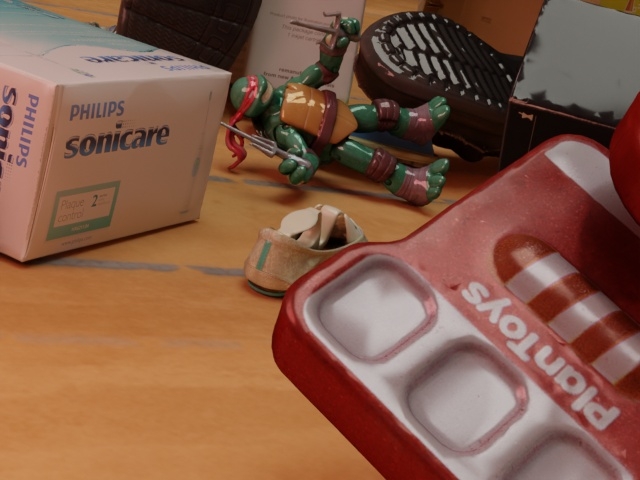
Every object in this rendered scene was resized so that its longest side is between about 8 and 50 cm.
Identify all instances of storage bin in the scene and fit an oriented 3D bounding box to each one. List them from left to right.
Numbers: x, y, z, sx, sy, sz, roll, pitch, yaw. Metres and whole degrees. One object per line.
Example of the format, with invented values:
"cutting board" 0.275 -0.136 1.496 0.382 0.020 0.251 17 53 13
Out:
"storage bin" 0.222 -0.286 1.651 0.123 0.262 0.260 -3 23 -46

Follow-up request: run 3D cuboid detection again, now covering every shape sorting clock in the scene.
"shape sorting clock" 0.024 -0.112 1.312 0.206 0.040 0.206 13 11 -3

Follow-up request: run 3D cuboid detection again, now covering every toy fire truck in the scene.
"toy fire truck" 0.157 0.084 0.560 0.254 0.169 0.302 -33 70 -33

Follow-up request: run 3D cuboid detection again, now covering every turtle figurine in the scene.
"turtle figurine" 0.005 -0.116 1.145 0.234 0.175 0.118 18 -16 -23

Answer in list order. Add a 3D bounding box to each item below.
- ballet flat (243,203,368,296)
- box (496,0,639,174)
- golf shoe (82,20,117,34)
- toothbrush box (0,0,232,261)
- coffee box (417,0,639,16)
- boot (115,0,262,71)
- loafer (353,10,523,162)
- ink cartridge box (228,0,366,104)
"ballet flat" 0.000 0.000 0.911 0.057 0.052 0.168 19 17 18
"box" 0.230 -0.052 0.943 0.184 0.103 0.261 15 -23 9
"golf shoe" -0.266 -0.206 1.381 0.086 0.069 0.176 -1 8 14
"toothbrush box" -0.250 -0.105 0.922 0.296 0.126 0.216 20 17 22
"coffee box" 0.392 -0.377 1.947 0.338 0.338 0.334 0 22 -37
"boot" -0.154 -0.316 1.382 0.138 0.377 0.284 12 -1 -18
"loafer" 0.161 -0.137 1.355 0.366 0.130 0.133 12 46 -43
"ink cartridge box" -0.029 -0.321 1.440 0.131 0.306 0.226 7 7 -17
